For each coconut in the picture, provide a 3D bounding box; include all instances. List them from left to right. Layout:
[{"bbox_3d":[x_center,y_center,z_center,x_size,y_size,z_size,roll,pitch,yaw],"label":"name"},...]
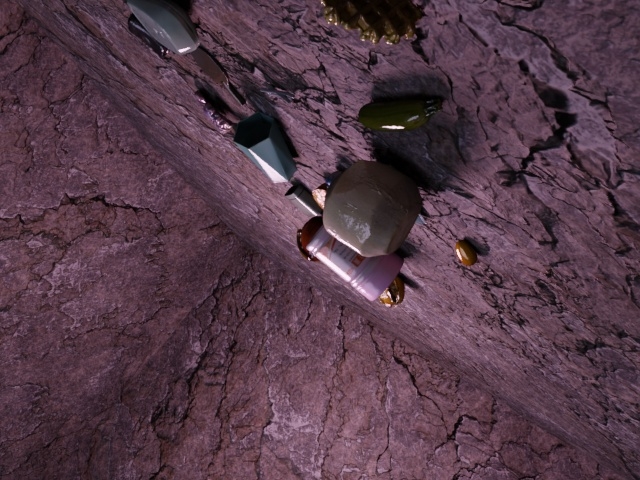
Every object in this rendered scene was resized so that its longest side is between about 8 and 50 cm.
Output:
[{"bbox_3d":[0.127,-0.097,1.488,0.247,0.245,0.245,35,167,20],"label":"coconut"}]

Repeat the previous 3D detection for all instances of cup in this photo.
[{"bbox_3d":[-0.172,-0.299,1.861,0.134,0.148,0.236,2,155,23],"label":"cup"}]

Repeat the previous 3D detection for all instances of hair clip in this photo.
[{"bbox_3d":[-0.334,-0.420,1.994,0.300,0.069,0.173,34,167,18],"label":"hair clip"},{"bbox_3d":[-0.114,-0.403,1.549,0.115,0.030,0.039,32,-175,35],"label":"hair clip"}]

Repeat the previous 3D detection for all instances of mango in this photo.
[{"bbox_3d":[0.412,0.033,1.592,0.060,0.046,0.089,17,143,53],"label":"mango"}]

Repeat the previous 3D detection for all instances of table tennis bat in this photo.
[{"bbox_3d":[-0.318,-0.513,1.749,0.234,0.022,0.131,48,163,-30],"label":"table tennis bat"}]

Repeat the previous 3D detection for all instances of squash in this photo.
[{"bbox_3d":[0.159,-0.263,1.191,0.066,0.066,0.252,45,166,-28],"label":"squash"}]

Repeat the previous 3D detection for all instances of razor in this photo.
[{"bbox_3d":[-0.540,-0.651,1.783,0.148,0.054,0.090,39,167,-8],"label":"razor"}]

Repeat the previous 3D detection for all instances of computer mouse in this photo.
[{"bbox_3d":[-0.422,-0.604,1.537,0.288,0.097,0.159,42,175,43],"label":"computer mouse"}]

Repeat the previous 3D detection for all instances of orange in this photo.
[{"bbox_3d":[0.288,0.190,2.327,0.160,0.112,0.170,34,135,42],"label":"orange"}]

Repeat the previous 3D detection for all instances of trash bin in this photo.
[{"bbox_3d":[-0.065,-0.156,2.203,0.130,0.059,0.116,41,168,-17],"label":"trash bin"}]

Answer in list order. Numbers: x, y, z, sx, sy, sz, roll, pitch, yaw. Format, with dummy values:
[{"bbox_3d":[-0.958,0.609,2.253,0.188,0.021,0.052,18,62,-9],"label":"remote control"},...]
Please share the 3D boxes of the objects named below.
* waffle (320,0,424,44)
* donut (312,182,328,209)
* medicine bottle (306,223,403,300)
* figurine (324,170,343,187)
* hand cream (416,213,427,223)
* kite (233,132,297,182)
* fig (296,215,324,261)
[{"bbox_3d":[0.075,-0.400,0.914,0.192,0.161,0.046,11,164,-10],"label":"waffle"},{"bbox_3d":[0.046,-0.142,1.923,0.152,0.058,0.152,36,160,15],"label":"donut"},{"bbox_3d":[0.127,0.048,2.062,0.316,0.202,0.202,39,167,-4],"label":"medicine bottle"},{"bbox_3d":[0.067,-0.168,1.749,0.114,0.079,0.114,40,-167,-12],"label":"figurine"},{"bbox_3d":[0.185,-0.097,1.713,0.312,0.070,0.111,14,150,53],"label":"hand cream"},{"bbox_3d":[-0.216,-0.307,2.194,0.323,0.013,0.268,38,168,1],"label":"kite"},{"bbox_3d":[0.001,0.000,2.276,0.205,0.205,0.205,36,167,10],"label":"fig"}]
